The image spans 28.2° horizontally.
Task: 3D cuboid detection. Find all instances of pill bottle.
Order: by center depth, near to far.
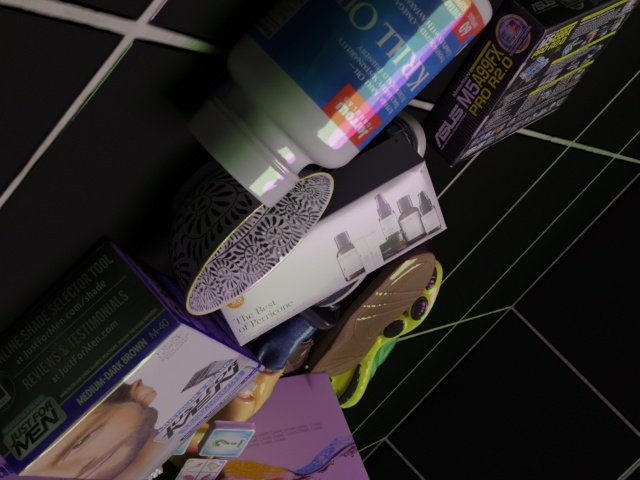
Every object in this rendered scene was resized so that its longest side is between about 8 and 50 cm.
[{"bbox_3d":[0.010,-0.132,0.946,0.221,0.124,0.124,-46,165,3],"label":"pill bottle"}]

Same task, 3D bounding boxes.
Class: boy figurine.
[{"bbox_3d":[-0.094,0.156,1.517,0.285,0.092,0.177,-46,-171,20],"label":"boy figurine"}]

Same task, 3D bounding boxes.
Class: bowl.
[{"bbox_3d":[-0.076,-0.022,1.104,0.170,0.080,0.170,-41,165,-13],"label":"bowl"}]

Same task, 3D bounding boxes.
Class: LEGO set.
[{"bbox_3d":[-0.194,0.276,1.475,0.182,0.060,0.244,6,146,-19],"label":"LEGO set"}]

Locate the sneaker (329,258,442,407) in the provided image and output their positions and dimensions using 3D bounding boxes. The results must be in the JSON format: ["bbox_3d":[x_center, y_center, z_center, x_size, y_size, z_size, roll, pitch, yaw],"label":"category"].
[{"bbox_3d":[0.078,0.118,1.900,0.295,0.109,0.123,-55,-175,30],"label":"sneaker"}]

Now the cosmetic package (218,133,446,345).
[{"bbox_3d":[0.000,0.000,1.240,0.239,0.060,0.099,-30,131,-6],"label":"cosmetic package"}]

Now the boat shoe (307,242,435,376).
[{"bbox_3d":[0.051,0.079,1.697,0.102,0.092,0.285,-8,148,-35],"label":"boat shoe"}]

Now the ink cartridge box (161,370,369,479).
[{"bbox_3d":[-0.063,0.341,1.652,0.197,0.270,0.198,-7,150,-28],"label":"ink cartridge box"}]

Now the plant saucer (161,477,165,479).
[{"bbox_3d":[-0.145,0.480,1.783,0.333,0.333,0.081,-44,168,-1],"label":"plant saucer"}]

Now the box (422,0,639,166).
[{"bbox_3d":[0.254,-0.215,1.496,0.270,0.060,0.216,-29,158,-46],"label":"box"}]

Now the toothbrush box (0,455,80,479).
[{"bbox_3d":[-0.253,0.322,1.173,0.122,0.283,0.206,-51,163,22],"label":"toothbrush box"}]

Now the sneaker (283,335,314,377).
[{"bbox_3d":[-0.033,0.145,1.699,0.071,0.066,0.188,-43,166,-7],"label":"sneaker"}]

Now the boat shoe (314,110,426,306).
[{"bbox_3d":[0.027,-0.023,1.343,0.079,0.095,0.254,-26,155,-52],"label":"boat shoe"}]

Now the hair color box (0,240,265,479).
[{"bbox_3d":[-0.181,0.128,1.188,0.185,0.110,0.339,-43,164,-1],"label":"hair color box"}]
